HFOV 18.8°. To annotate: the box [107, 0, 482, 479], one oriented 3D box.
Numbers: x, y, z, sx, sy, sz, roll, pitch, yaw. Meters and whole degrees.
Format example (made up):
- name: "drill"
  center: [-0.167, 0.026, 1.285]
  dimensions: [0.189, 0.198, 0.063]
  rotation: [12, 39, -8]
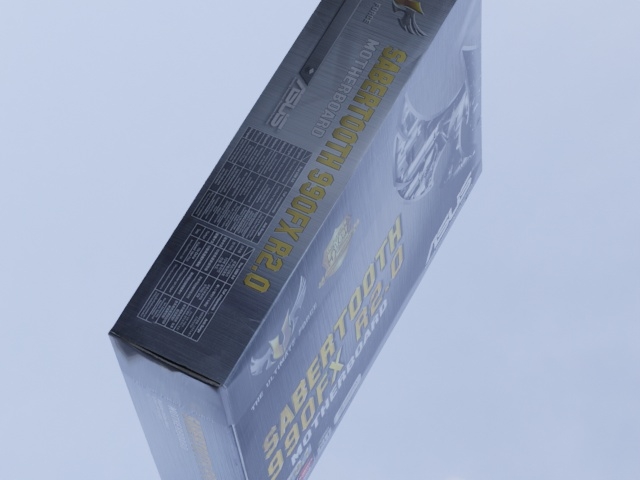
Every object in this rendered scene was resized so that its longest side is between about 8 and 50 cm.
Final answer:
- name: "box"
  center: [0.000, 0.000, 0.858]
  dimensions: [0.056, 0.183, 0.231]
  rotation: [24, -115, 16]
